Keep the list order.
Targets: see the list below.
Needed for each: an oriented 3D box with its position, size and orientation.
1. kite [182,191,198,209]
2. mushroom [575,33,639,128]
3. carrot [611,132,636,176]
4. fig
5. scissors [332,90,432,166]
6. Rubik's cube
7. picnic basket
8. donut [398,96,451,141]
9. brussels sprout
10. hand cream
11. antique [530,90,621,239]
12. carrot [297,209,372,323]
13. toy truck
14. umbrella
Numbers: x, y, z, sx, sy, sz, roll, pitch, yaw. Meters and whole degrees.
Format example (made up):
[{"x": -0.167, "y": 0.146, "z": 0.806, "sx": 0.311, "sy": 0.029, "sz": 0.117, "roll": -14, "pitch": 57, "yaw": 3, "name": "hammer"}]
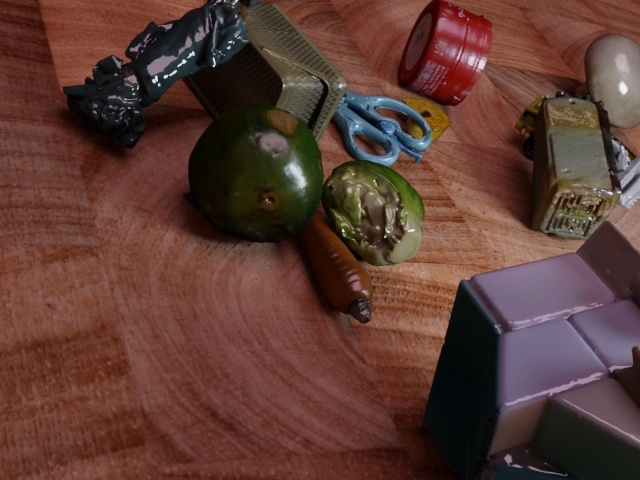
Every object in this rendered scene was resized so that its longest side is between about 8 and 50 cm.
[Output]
[{"x": -0.166, "y": -0.059, "z": 1.373, "sx": 0.078, "sy": 0.002, "sz": 0.044, "roll": 2, "pitch": 43, "yaw": -34, "name": "kite"}, {"x": 0.689, "y": -0.369, "z": 2.174, "sx": 0.226, "sy": 0.178, "sz": 0.226, "roll": 14, "pitch": 68, "yaw": -39, "name": "mushroom"}, {"x": 0.611, "y": -0.170, "z": 1.948, "sx": 0.082, "sy": 0.082, "sz": 0.173, "roll": 3, "pitch": 44, "yaw": -31, "name": "carrot"}, {"x": -0.084, "y": -0.109, "z": 1.344, "sx": 0.195, "sy": 0.195, "sz": 0.245, "roll": 23, "pitch": 29, "yaw": -8, "name": "fig"}, {"x": 0.029, "y": -0.262, "z": 1.697, "sx": 0.393, "sy": 0.032, "sz": 0.180, "roll": 38, "pitch": 49, "yaw": 16, "name": "scissors"}, {"x": 0.313, "y": 0.207, "z": 1.093, "sx": 0.368, "sy": 0.387, "sz": 0.358, "roll": -12, "pitch": 46, "yaw": -19, "name": "Rubik's cube"}, {"x": -0.098, "y": -0.273, "z": 1.535, "sx": 0.139, "sy": 0.165, "sz": 0.266, "roll": -10, "pitch": 52, "yaw": -42, "name": "picnic basket"}, {"x": 0.197, "y": -0.229, "z": 1.778, "sx": 0.097, "sy": 0.043, "sz": 0.108, "roll": 13, "pitch": 39, "yaw": -17, "name": "donut"}, {"x": 0.086, "y": -0.040, "z": 1.397, "sx": 0.183, "sy": 0.131, "sz": 0.145, "roll": 53, "pitch": 8, "yaw": 20, "name": "brussels sprout"}, {"x": 0.248, "y": -0.376, "z": 1.864, "sx": 0.125, "sy": 0.193, "sz": 0.193, "roll": 18, "pitch": 38, "yaw": -15, "name": "hand cream"}, {"x": 0.459, "y": -0.154, "z": 1.701, "sx": 0.125, "sy": 0.150, "sz": 0.284, "roll": 8, "pitch": 54, "yaw": 0, "name": "antique"}, {"x": 0.000, "y": 0.000, "z": 1.364, "sx": 0.069, "sy": 0.069, "sz": 0.336, "roll": 2, "pitch": 40, "yaw": -32, "name": "carrot"}, {"x": 0.524, "y": -0.184, "z": 1.847, "sx": 0.286, "sy": 0.111, "sz": 0.136, "roll": 36, "pitch": 56, "yaw": 21, "name": "toy truck"}, {"x": -0.220, "y": -0.279, "z": 1.405, "sx": 0.143, "sy": 0.094, "sz": 0.349, "roll": 42, "pitch": 73, "yaw": 10, "name": "umbrella"}]
